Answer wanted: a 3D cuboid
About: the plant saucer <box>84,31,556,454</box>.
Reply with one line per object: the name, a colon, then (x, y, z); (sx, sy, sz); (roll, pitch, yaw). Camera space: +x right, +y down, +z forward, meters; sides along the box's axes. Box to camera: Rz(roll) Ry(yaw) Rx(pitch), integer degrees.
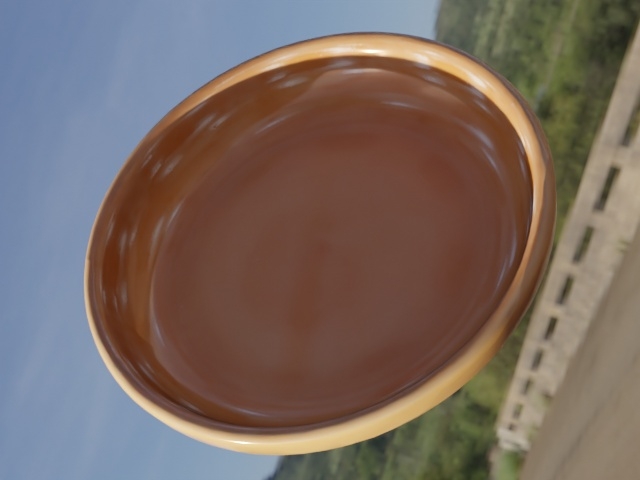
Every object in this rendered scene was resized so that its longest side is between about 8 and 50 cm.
plant saucer: (0.000, 0.000, 0.557); (0.037, 0.200, 0.200); (60, -137, -51)
